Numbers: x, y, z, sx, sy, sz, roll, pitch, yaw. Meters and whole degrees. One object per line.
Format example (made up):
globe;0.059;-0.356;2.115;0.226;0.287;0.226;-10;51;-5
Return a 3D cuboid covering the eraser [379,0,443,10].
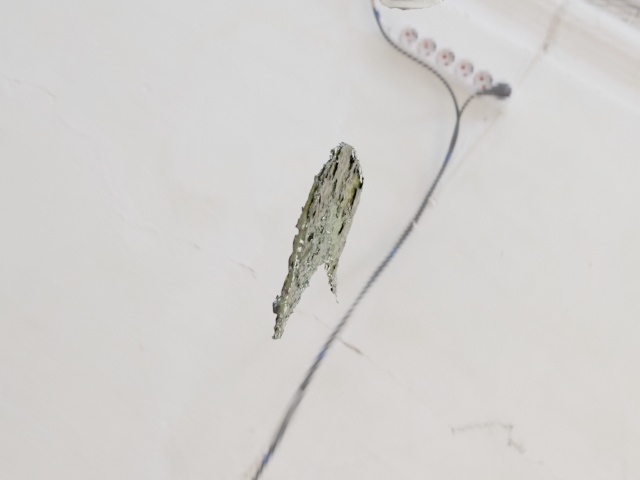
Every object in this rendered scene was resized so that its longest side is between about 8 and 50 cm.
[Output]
eraser;0.088;-0.437;1.364;0.082;0.397;0.213;40;-88;32

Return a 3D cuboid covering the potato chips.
potato chips;0.004;0.001;1.172;0.029;0.220;0.202;16;-87;12
